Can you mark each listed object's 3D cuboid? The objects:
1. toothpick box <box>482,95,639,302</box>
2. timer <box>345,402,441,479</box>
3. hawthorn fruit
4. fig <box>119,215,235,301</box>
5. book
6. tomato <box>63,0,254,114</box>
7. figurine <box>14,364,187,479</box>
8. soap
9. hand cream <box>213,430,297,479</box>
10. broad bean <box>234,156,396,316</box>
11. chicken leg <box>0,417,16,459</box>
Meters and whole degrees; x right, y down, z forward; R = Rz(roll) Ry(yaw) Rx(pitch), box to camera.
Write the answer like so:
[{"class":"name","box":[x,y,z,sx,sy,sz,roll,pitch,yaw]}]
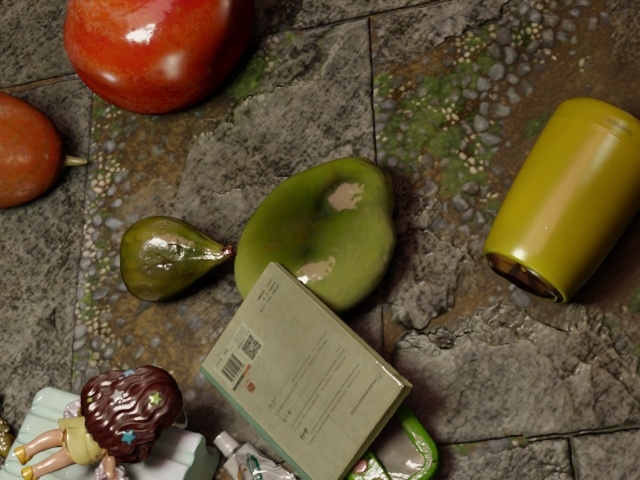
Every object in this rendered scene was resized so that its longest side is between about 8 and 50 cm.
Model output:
[{"class":"toothpick box","box":[0.345,-0.048,1.810,0.175,0.175,0.271,28,80,28]},{"class":"timer","box":[0.093,0.296,1.796,0.128,0.047,0.140,-38,59,2]},{"class":"hawthorn fruit","box":[-0.512,-0.150,2.161,0.251,0.199,0.199,5,64,-5]},{"class":"fig","box":[-0.214,0.029,1.998,0.185,0.126,0.133,1,84,5]},{"class":"book","box":[-0.030,0.192,1.823,0.283,0.025,0.215,44,109,26]},{"class":"tomato","box":[-0.263,-0.371,2.126,0.290,0.293,0.325,29,71,14]},{"class":"figurine","box":[-0.301,0.261,1.799,0.240,0.116,0.174,-32,57,0]},{"class":"soap","box":[-0.310,0.333,1.889,0.289,0.095,0.173,13,68,24]},{"class":"hand cream","box":[-0.056,0.359,1.816,0.257,0.050,0.084,38,82,21]},{"class":"broad bean","box":[0.000,0.000,1.935,0.238,0.119,0.291,37,81,30]},{"class":"chicken leg","box":[-0.505,0.287,2.001,0.178,0.070,0.093,38,75,23]}]
